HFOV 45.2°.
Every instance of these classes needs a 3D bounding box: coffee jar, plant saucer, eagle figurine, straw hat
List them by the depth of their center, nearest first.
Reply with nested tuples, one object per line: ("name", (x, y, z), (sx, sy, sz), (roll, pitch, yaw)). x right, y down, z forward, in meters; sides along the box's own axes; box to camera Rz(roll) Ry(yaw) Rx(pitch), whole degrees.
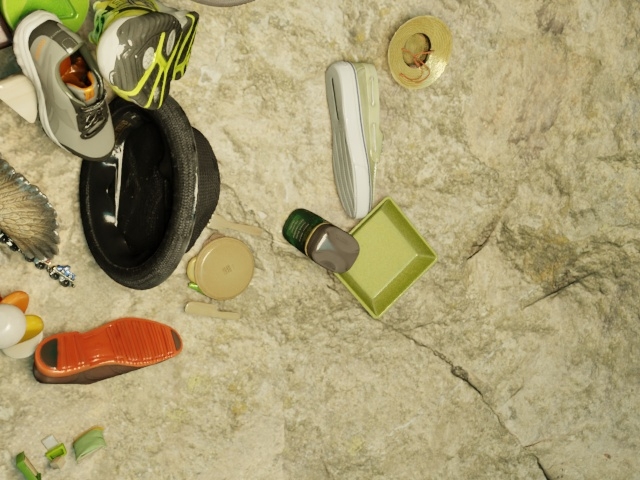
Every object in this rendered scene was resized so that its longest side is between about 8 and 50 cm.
("eagle figurine", (-0.570, -0.069, 1.193), (0.226, 0.298, 0.225), (-41, 162, 27))
("coffee jar", (0.000, 0.000, 1.443), (0.096, 0.184, 0.079), (29, 91, -24))
("straw hat", (0.181, -0.372, 1.489), (0.144, 0.061, 0.145), (-9, 123, -14))
("plant saucer", (0.119, 0.033, 1.574), (0.188, 0.045, 0.188), (-44, 113, -6))

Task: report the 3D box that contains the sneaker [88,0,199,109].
("sneaker", (-0.289, -0.295, 1.168), (0.147, 0.385, 0.145), (16, 106, -5))

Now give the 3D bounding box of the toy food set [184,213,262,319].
("toy food set", (-0.190, 0.051, 1.470), (0.132, 0.038, 0.192), (15, 92, -31))

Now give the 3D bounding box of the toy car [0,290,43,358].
("toy car", (-0.570, 0.146, 1.299), (0.182, 0.159, 0.136), (-26, 76, -13))

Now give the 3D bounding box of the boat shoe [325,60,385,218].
("boat shoe", (0.079, -0.193, 1.471), (0.094, 0.109, 0.302), (-11, 104, -20))

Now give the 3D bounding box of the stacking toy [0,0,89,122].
("stacking toy", (-0.504, -0.331, 1.092), (0.279, 0.130, 0.309), (16, 104, -53))

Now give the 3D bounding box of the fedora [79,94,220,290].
("fedora", (-0.269, -0.086, 1.311), (0.152, 0.334, 0.334), (-3, 106, -51))

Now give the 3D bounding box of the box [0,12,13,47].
("box", (-0.675, -0.310, 1.136), (0.381, 0.143, 0.191), (-28, 111, -15))

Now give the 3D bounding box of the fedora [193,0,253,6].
("fedora", (-0.160, -0.529, 1.284), (0.243, 0.124, 0.275), (23, 102, -22))

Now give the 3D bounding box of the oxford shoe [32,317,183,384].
("oxford shoe", (-0.390, 0.209, 1.414), (0.271, 0.097, 0.098), (-2, 147, -31))

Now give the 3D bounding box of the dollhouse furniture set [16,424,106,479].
("dollhouse furniture set", (-0.476, 0.382, 1.416), (0.151, 0.076, 0.059), (-30, 112, -11))

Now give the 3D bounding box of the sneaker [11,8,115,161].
("sneaker", (-0.365, -0.209, 1.148), (0.100, 0.108, 0.271), (-48, 153, -24))

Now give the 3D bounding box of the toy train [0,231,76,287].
("toy train", (-0.492, 0.030, 1.351), (0.158, 0.027, 0.036), (42, 76, -24))
